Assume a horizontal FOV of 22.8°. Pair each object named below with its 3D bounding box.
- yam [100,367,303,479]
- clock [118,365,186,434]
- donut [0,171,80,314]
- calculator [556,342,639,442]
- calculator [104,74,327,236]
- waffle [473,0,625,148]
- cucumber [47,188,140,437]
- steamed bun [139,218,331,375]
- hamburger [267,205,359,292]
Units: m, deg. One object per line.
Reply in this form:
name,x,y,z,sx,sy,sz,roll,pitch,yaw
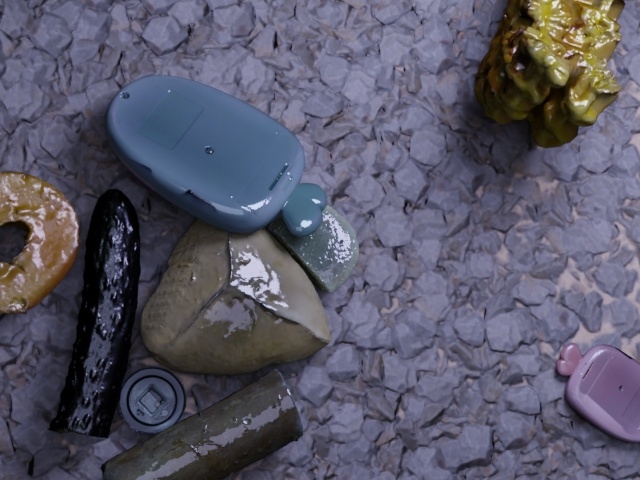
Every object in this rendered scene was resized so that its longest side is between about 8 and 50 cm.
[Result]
yam,-0.147,0.254,1.909,0.259,0.093,0.093,-27,88,-12
clock,-0.207,0.196,1.942,0.085,0.017,0.085,1,82,-9
donut,-0.378,0.006,1.903,0.178,0.065,0.162,-40,92,-25
calculator,0.375,0.193,2.038,0.166,0.024,0.103,35,79,-5
calculator,-0.124,-0.103,1.942,0.299,0.041,0.185,30,51,5
waffle,0.314,-0.284,1.969,0.151,0.261,0.324,28,82,-13
cucumber,-0.261,0.088,1.918,0.081,0.072,0.303,12,81,-8
steamed bun,-0.114,0.081,1.928,0.212,0.110,0.231,-40,88,-12
hamburger,0.001,-0.001,1.986,0.084,0.054,0.121,-43,84,-10
